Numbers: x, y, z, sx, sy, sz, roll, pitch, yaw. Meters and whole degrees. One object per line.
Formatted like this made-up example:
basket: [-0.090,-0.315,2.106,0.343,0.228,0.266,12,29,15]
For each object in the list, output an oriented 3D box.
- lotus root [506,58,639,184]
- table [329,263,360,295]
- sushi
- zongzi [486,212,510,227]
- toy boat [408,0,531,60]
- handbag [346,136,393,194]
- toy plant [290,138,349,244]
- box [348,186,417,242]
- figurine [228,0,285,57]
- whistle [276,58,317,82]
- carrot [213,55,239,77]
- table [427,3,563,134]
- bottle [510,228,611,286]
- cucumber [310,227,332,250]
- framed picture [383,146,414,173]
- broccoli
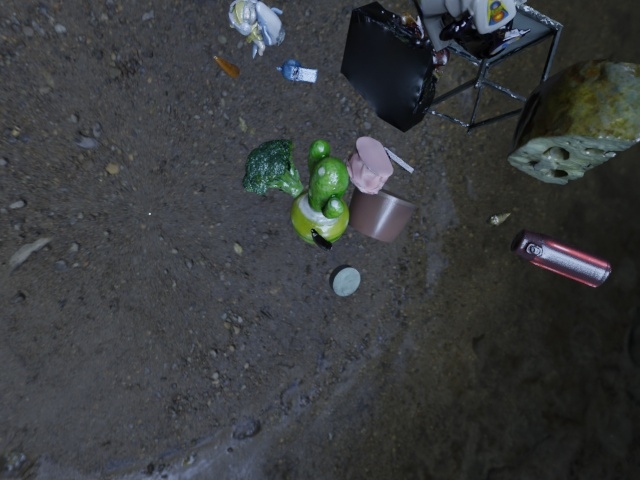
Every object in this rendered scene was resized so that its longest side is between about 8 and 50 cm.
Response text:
lotus root: [0.367,-0.166,0.633,0.138,0.235,0.119,15,86,4]
table: [0.104,0.171,1.850,0.133,0.043,0.133,-10,113,-24]
sushi: [0.201,-0.447,1.084,0.227,0.215,0.212,38,53,20]
zongzi: [0.572,-0.073,1.361,0.083,0.076,0.040,-24,79,9]
toy boat: [0.177,-0.275,0.486,0.140,0.269,0.141,5,109,16]
handbag: [0.193,-0.297,1.705,0.179,0.116,0.205,-5,65,-36]
toy plant: [0.006,-0.126,1.250,0.184,0.316,0.224,-11,61,-11]
box: [0.271,-0.131,2.006,0.301,0.301,0.216,20,101,-22]
figurine: [-0.203,-0.681,1.372,0.184,0.208,0.128,18,75,-11]
whistle: [-0.094,-0.664,1.683,0.158,0.090,0.090,3,92,-13]
carrot: [-0.341,-0.628,1.548,0.048,0.216,0.048,1,99,8]
table: [0.515,-0.524,1.354,0.222,0.335,0.272,17,88,-15]
bottle: [0.410,0.028,0.742,0.164,0.060,0.060,20,86,-5]
cucumber: [-0.002,0.001,1.230,0.034,0.033,0.135,-37,150,10]
framed picture: [0.341,-0.369,1.957,0.168,0.128,0.023,35,100,-9]
broccoli: [-0.187,-0.269,1.751,0.269,0.269,0.254,30,49,-21]
